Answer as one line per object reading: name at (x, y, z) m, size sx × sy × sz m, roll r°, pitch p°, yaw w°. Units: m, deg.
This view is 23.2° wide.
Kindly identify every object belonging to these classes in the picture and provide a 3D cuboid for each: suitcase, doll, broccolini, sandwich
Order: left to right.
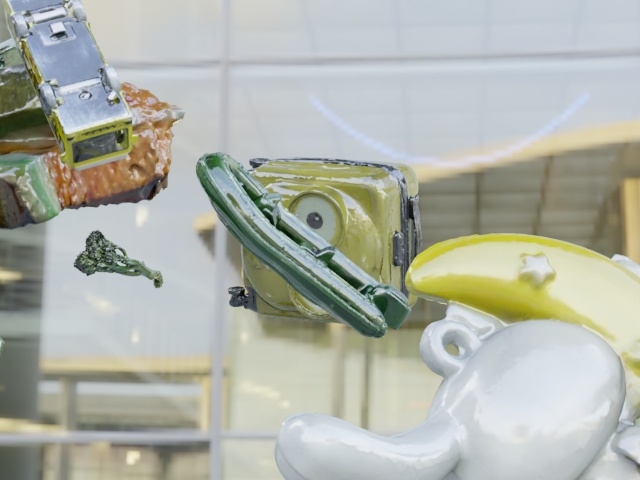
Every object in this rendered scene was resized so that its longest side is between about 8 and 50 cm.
sandwich at (-0.288, -0.118, 1.713) m, size 0.301 × 0.162 × 0.250 m, roll -14°, pitch 21°, yaw -32°
broccolini at (-0.219, 0.036, 1.815) m, size 0.052 × 0.054 × 0.194 m, roll 16°, pitch -9°, yaw 27°
suitcase at (0.000, 0.000, 1.840) m, size 0.235 × 0.193 × 0.143 m, roll 5°, pitch 13°, yaw 27°
doll at (0.123, 0.100, 0.833) m, size 0.237 × 0.252 × 0.111 m, roll 42°, pitch -37°, yaw -5°

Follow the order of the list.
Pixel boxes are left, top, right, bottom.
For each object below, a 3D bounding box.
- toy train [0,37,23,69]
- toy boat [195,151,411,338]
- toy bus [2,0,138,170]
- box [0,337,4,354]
toy train at (-0.436, -0.153, 1.918) m, size 0.326 × 0.129 × 0.159 m, roll -22°, pitch 19°, yaw 18°
toy boat at (-0.019, 0.005, 1.249) m, size 0.210 × 0.052 × 0.104 m, roll 40°, pitch 15°, yaw -2°
toy bus at (-0.258, -0.175, 1.557) m, size 0.081 × 0.226 × 0.074 m, roll -18°, pitch -35°, yaw -18°
box at (-0.395, 0.122, 1.323) m, size 0.148 × 0.195 × 0.177 m, roll -18°, pitch -49°, yaw 22°
